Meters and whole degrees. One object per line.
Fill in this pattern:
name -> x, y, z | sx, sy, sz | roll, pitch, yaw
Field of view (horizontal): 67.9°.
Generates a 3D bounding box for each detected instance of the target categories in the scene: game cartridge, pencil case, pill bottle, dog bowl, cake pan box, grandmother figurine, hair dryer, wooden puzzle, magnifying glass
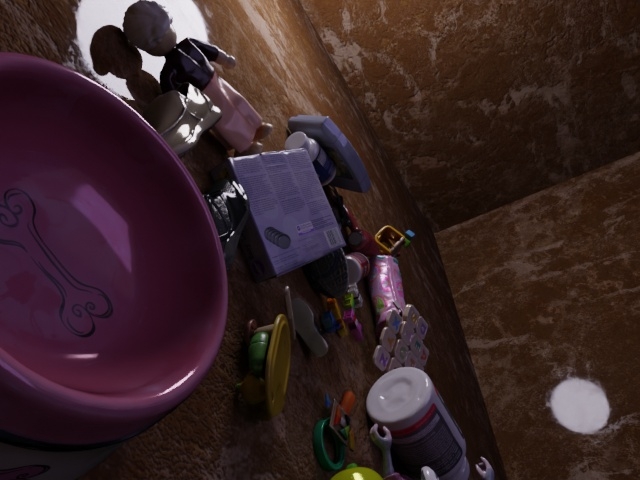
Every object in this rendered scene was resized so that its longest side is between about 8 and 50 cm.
game cartridge -> 0.037, -0.263, 1.480 | 0.060, 0.196, 0.294 | -55, 131, -19
pencil case -> 0.218, 0.178, 1.530 | 0.124, 0.124, 0.284 | 50, 25, -40
pill bottle -> 0.259, 0.490, 1.201 | 0.318, 0.176, 0.176 | 58, 21, -22
dog bowl -> -0.247, 0.014, 0.451 | 0.408, 0.150, 0.408 | 53, 23, -34
cake pan box -> -0.075, -0.064, 1.004 | 0.267, 0.070, 0.246 | -23, 92, -52
grandmother figurine -> -0.237, -0.300, 0.919 | 0.342, 0.104, 0.208 | 48, 41, -37
pill bottle -> -0.031, -0.238, 1.388 | 0.169, 0.094, 0.094 | 43, 30, -49
pill bottle -> 0.093, 0.079, 1.366 | 0.086, 0.086, 0.152 | 67, 20, 2
hair dryer -> 0.119, -0.050, 1.574 | 0.293, 0.080, 0.224 | 54, 22, -24
wooden puzzle -> 0.042, 0.364, 0.951 | 0.116, 0.014, 0.078 | 53, 24, -31
magnifying glass -> 0.035, 0.379, 0.974 | 0.092, 0.026, 0.231 | 65, 21, -4

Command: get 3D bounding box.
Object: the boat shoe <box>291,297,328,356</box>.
boat shoe -> -0.028, 0.182, 1.001 | 0.133, 0.049, 0.042 | 60, -9, 2

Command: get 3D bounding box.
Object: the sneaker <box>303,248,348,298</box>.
sneaker -> 0.000, 0.000, 1.190 | 0.297, 0.111, 0.129 | 68, 14, 3

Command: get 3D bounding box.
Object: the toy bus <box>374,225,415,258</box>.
toy bus -> 0.239, 0.032, 1.767 | 0.104, 0.202, 0.191 | 40, 21, 17

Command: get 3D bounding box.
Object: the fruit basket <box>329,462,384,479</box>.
fruit basket -> 0.064, 0.506, 0.664 | 0.392, 0.283, 0.392 | 41, -21, 19

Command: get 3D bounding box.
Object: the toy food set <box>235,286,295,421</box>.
toy food set -> -0.094, 0.192, 0.793 | 0.218, 0.071, 0.128 | -81, 167, -53

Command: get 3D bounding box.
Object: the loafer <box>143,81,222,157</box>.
loafer -> -0.245, -0.179, 0.760 | 0.092, 0.102, 0.268 | 50, 25, -21

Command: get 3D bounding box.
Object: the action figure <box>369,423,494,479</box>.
action figure -> 0.186, 0.522, 0.890 | 0.370, 0.248, 0.276 | 80, 25, -59

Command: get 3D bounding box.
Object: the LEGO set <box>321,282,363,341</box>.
LEGO set -> 0.060, 0.194, 1.162 | 0.227, 0.087, 0.093 | -63, 130, -74

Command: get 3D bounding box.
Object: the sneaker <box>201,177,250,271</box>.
sneaker -> -0.186, -0.055, 0.781 | 0.227, 0.087, 0.130 | -83, 151, -46

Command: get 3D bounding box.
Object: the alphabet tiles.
alphabet tiles -> 0.241, 0.334, 1.368 | 0.278, 0.021, 0.284 | 51, 53, -38
